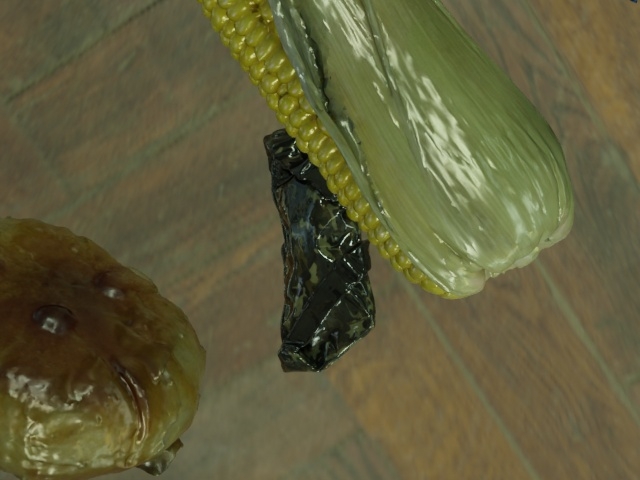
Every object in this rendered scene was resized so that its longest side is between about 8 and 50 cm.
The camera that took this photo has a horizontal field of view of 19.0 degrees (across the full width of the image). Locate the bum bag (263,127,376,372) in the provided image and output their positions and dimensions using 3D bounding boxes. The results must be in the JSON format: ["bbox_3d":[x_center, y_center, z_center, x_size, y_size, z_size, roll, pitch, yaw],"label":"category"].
[{"bbox_3d":[0.001,0.000,1.779,0.102,0.069,0.248,-8,77,13],"label":"bum bag"}]

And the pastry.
[{"bbox_3d":[-0.192,0.075,1.328,0.229,0.218,0.100,-15,140,-32],"label":"pastry"}]

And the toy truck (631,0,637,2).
[{"bbox_3d":[0.219,-0.110,0.824,0.208,0.113,0.126,38,90,-38],"label":"toy truck"}]

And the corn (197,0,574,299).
[{"bbox_3d":[0.023,-0.108,1.061,0.123,0.122,0.305,-36,88,-16],"label":"corn"}]
